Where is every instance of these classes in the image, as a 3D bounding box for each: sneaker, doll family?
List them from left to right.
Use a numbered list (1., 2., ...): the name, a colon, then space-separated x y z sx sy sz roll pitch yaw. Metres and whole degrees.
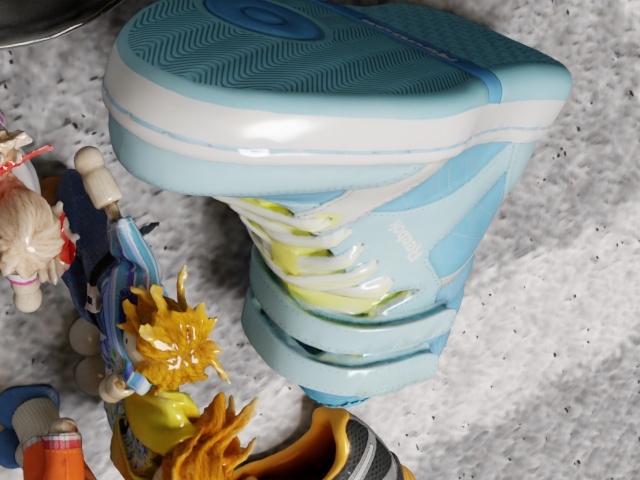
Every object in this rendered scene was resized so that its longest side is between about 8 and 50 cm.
1. doll family: -0.095 0.046 0.651 0.118 0.163 0.263 -16 119 -20
2. sneaker: -0.044 0.176 0.794 0.215 0.084 0.083 -38 123 -18
3. sneaker: 0.000 0.000 0.645 0.319 0.127 0.208 -10 126 -56

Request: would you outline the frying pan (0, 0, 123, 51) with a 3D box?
1. frying pan: -0.129 -0.228 0.549 0.197 0.053 0.326 0 121 -25
